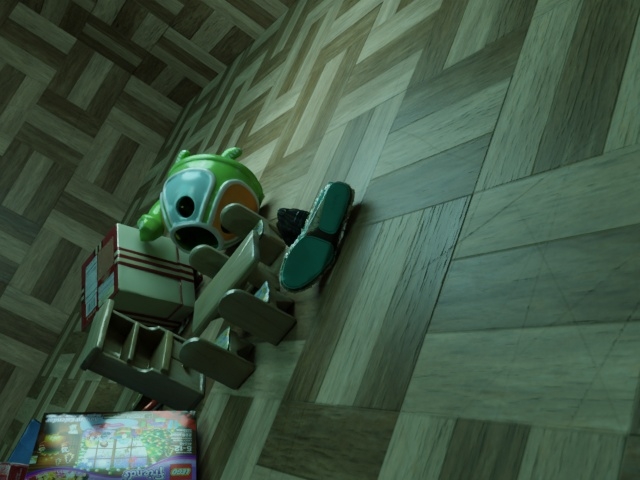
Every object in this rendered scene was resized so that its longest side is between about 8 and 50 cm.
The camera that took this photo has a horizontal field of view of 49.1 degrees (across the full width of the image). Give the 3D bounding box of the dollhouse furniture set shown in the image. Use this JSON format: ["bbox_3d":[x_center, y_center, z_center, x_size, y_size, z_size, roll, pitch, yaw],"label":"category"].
[{"bbox_3d":[-0.274,0.133,1.452,0.394,0.256,0.362,-50,24,20],"label":"dollhouse furniture set"}]

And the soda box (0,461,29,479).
[{"bbox_3d":[-0.657,0.606,1.471,0.083,0.092,0.263,-17,58,46],"label":"soda box"}]

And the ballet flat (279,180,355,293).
[{"bbox_3d":[0.000,0.000,1.311,0.241,0.091,0.077,-60,-8,-16],"label":"ballet flat"}]

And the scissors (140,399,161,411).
[{"bbox_3d":[-0.443,0.433,1.549,0.109,0.021,0.297,-53,-9,26],"label":"scissors"}]

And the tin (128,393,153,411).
[{"bbox_3d":[-0.405,0.349,1.714,0.190,0.040,0.106,-58,16,-5],"label":"tin"}]

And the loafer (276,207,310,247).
[{"bbox_3d":[-0.059,-0.028,1.407,0.170,0.061,0.062,108,-174,-68],"label":"loafer"}]

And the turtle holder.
[{"bbox_3d":[-0.314,-0.089,1.769,0.243,0.320,0.227,93,-172,-51],"label":"turtle holder"}]

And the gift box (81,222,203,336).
[{"bbox_3d":[-0.484,0.148,1.891,0.255,0.258,0.276,-38,49,37],"label":"gift box"}]

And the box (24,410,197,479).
[{"bbox_3d":[-0.376,0.400,1.294,0.201,0.293,0.057,-111,25,-62],"label":"box"}]

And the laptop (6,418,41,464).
[{"bbox_3d":[-0.602,0.657,1.489,0.382,0.236,0.408,-61,22,-6],"label":"laptop"}]
